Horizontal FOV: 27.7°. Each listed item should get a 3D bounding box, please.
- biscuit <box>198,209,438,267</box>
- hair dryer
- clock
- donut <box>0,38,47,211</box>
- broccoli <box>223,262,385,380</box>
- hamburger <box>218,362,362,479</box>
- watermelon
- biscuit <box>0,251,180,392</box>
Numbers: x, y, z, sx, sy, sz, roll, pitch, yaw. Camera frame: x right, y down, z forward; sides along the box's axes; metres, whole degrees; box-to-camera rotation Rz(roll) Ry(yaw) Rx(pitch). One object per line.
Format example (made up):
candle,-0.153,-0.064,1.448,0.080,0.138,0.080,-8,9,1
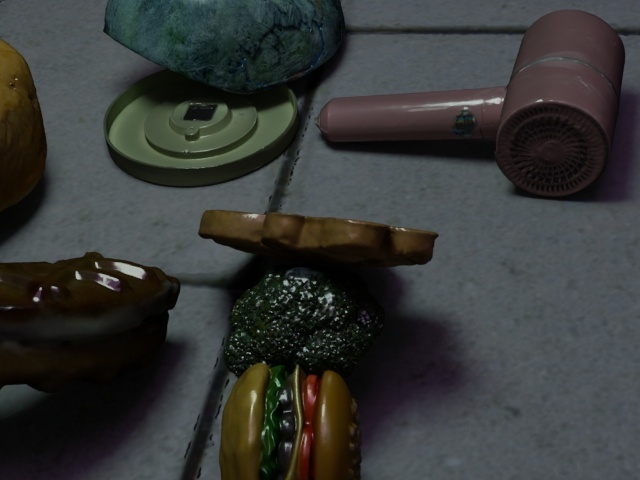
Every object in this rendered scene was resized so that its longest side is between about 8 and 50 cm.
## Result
biscuit,0.000,0.001,1.247,0.202,0.044,0.288,8,0,-33
hair dryer,0.162,-0.160,1.482,0.352,0.125,0.210,0,39,19
clock,-0.143,-0.146,1.565,0.235,0.029,0.235,-4,40,3
donut,-0.466,-0.129,1.446,0.317,0.150,0.299,-20,52,-29
broccoli,-0.011,0.079,1.193,0.145,0.138,0.162,1,37,12
hamburger,-0.024,0.177,1.066,0.115,0.162,0.162,-1,40,4
watermelon,-0.089,-0.305,1.602,0.322,0.175,0.188,-28,40,-32
biscuit,-0.336,0.061,1.215,0.366,0.115,0.268,6,9,17
